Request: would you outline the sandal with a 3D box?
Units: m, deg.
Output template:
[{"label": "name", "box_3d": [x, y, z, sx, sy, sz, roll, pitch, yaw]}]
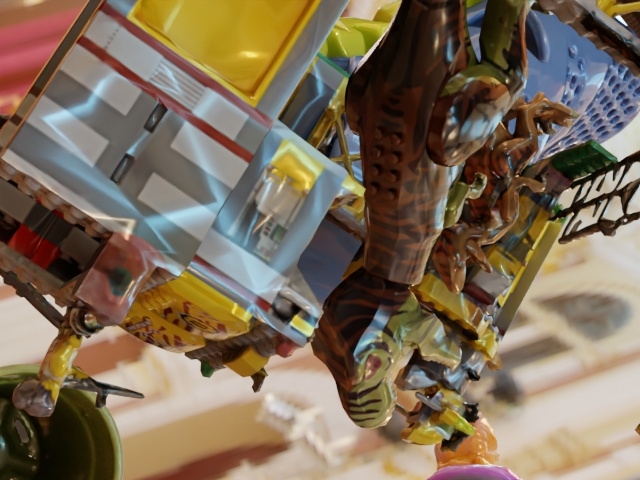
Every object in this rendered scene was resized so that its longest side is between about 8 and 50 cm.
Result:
[{"label": "sandal", "box_3d": [0.045, -0.042, 0.810, 0.138, 0.317, 0.126, 50, -46, 29]}]

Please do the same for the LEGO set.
[{"label": "LEGO set", "box_3d": [0.000, 0.000, 0.531, 0.255, 0.192, 0.331, 37, -19, -20]}]

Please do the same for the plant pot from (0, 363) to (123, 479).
[{"label": "plant pot", "box_3d": [-0.135, 0.092, 0.752, 0.079, 0.083, 0.083, -4, -77, 66]}]

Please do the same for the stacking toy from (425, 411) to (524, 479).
[{"label": "stacking toy", "box_3d": [0.103, 0.220, 1.235, 0.302, 0.165, 0.175, -80, 179, -59]}]

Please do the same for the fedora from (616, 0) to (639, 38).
[{"label": "fedora", "box_3d": [0.221, -0.199, 0.931, 0.244, 0.124, 0.275, 61, -6, 12]}]
